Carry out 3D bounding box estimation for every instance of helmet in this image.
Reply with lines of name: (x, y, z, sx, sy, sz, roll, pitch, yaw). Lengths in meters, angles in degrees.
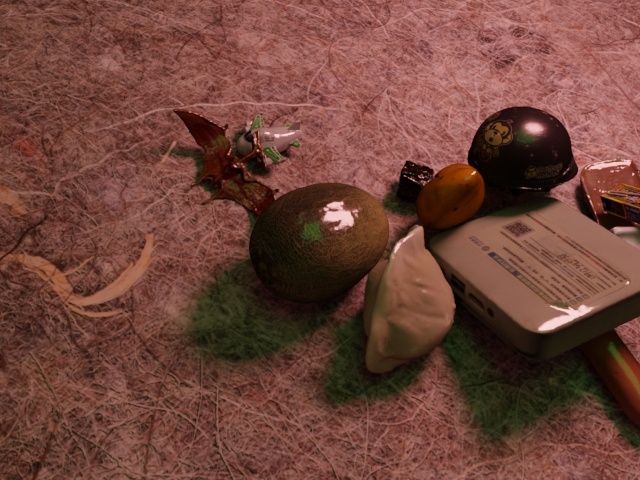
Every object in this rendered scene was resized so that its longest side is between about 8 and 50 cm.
helmet: (0.495, -0.236, 1.712, 0.278, 0.161, 0.231, -9, 38, -12)

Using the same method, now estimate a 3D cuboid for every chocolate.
chocolate: (0.763, -0.092, 1.841, 0.160, 0.083, 0.262, -6, 52, 7)

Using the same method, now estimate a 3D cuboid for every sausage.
sausage: (0.634, 0.263, 1.548, 0.086, 0.086, 0.289, -14, 56, -20)

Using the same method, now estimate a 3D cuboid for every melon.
melon: (0.000, 0.000, 1.535, 0.329, 0.249, 0.249, -23, 60, -35)

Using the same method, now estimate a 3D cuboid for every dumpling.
dumpling: (0.184, 0.115, 1.483, 0.187, 0.243, 0.318, 11, 48, 18)

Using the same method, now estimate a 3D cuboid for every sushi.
sushi: (0.237, -0.147, 1.777, 0.084, 0.098, 0.094, 18, 55, 5)

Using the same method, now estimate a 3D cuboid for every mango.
mango: (0.298, -0.105, 1.647, 0.177, 0.295, 0.120, -39, 75, 2)

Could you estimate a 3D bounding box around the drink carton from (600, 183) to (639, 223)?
drink carton: (0.755, -0.086, 1.708, 0.071, 0.056, 0.165, -26, 25, -12)

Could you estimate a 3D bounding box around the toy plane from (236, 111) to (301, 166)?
toy plane: (-0.129, -0.257, 1.808, 0.173, 0.080, 0.174, 3, 54, -4)

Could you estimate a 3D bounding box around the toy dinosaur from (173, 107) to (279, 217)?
toy dinosaur: (-0.214, -0.169, 1.693, 0.206, 0.113, 0.328, -13, 72, -2)

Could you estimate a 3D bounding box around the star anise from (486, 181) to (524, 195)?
star anise: (0.518, -0.187, 1.856, 0.235, 0.109, 0.223, 23, 42, 29)

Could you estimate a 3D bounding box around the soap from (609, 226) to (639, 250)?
soap: (0.791, 0.032, 1.719, 0.230, 0.145, 0.091, -2, 63, -5)

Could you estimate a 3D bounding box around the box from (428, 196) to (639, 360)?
box: (0.488, 0.068, 1.594, 0.396, 0.111, 0.396, -19, 38, -21)
